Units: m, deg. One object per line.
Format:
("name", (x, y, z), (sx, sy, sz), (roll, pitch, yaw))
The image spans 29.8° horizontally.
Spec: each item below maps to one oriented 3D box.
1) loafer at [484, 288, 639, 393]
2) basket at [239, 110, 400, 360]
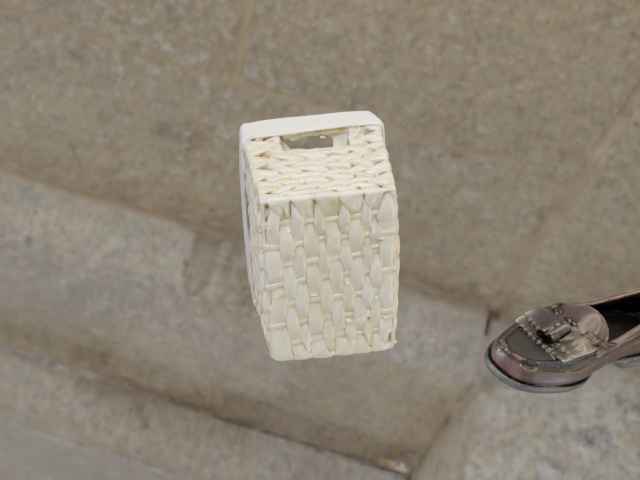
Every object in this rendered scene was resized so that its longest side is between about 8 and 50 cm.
("loafer", (0.315, 0.101, 1.416), (0.302, 0.109, 0.095), (-6, 131, -40))
("basket", (0.000, 0.000, 0.920), (0.113, 0.103, 0.167), (-6, 125, -5))
